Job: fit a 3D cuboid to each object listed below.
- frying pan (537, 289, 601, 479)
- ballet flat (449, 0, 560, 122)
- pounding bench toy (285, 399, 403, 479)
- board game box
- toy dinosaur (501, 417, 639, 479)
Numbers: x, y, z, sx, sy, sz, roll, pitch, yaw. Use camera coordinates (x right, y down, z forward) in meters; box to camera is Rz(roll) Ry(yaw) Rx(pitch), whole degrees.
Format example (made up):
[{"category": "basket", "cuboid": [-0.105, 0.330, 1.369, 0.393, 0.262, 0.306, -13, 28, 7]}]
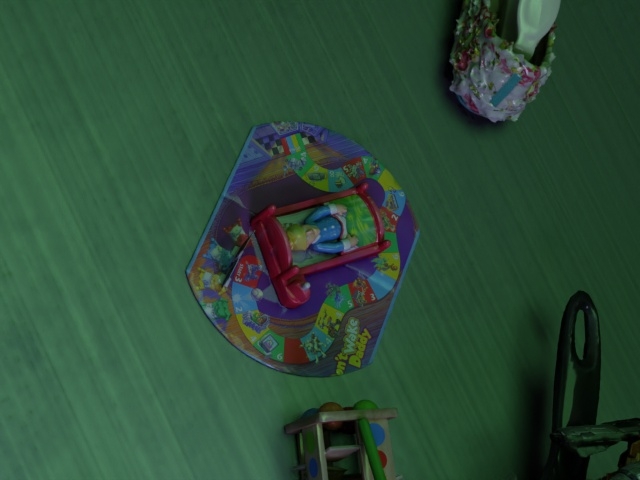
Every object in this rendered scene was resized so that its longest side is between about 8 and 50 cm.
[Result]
[{"category": "frying pan", "cuboid": [0.122, 0.204, 0.744, 0.197, 0.053, 0.326, -8, 76, -27]}, {"category": "ballet flat", "cuboid": [0.149, -0.196, 0.874, 0.091, 0.077, 0.241, 17, 66, -19]}, {"category": "pounding bench toy", "cuboid": [0.021, 0.123, 0.702, 0.052, 0.083, 0.065, 1, 74, -25]}, {"category": "board game box", "cuboid": [0.000, 0.000, 0.763, 0.133, 0.033, 0.168, 30, 63, -14]}, {"category": "toy dinosaur", "cuboid": [0.227, 0.197, 0.678, 0.322, 0.164, 0.218, -11, 60, 8]}]
